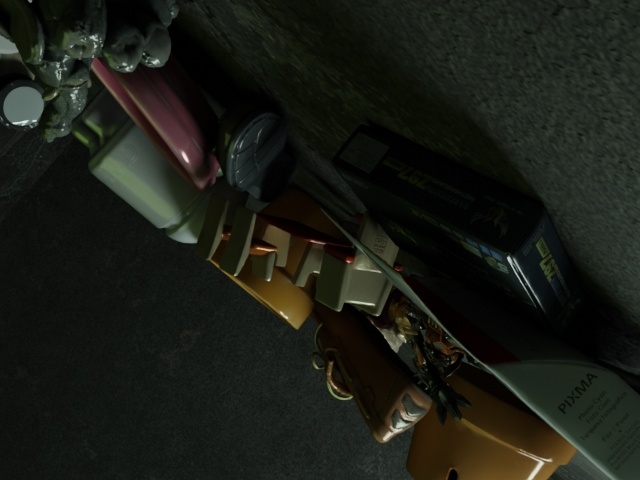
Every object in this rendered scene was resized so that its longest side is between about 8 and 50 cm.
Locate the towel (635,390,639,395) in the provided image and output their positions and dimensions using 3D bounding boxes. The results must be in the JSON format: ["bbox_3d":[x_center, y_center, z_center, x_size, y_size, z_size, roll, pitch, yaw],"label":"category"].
[{"bbox_3d":[0.480,0.295,1.040,0.324,0.056,0.312,43,172,-20],"label":"towel"}]

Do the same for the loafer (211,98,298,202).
[{"bbox_3d":[-0.104,-0.128,1.171,0.095,0.109,0.302,42,176,12],"label":"loafer"}]

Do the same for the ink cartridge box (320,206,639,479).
[{"bbox_3d":[0.191,0.090,0.960,0.385,0.091,0.308,43,-179,-19],"label":"ink cartridge box"}]

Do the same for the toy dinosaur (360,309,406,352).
[{"bbox_3d":[0.126,0.211,2.005,0.200,0.127,0.296,43,169,30],"label":"toy dinosaur"}]

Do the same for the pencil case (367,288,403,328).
[{"bbox_3d":[0.069,0.082,1.619,0.209,0.095,0.098,41,141,-13],"label":"pencil case"}]

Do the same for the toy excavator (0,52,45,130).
[{"bbox_3d":[-0.708,-0.447,1.568,0.445,0.433,0.222,6,-160,-46],"label":"toy excavator"}]

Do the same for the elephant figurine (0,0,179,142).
[{"bbox_3d":[-0.293,-0.240,0.968,0.239,0.186,0.169,-7,159,41],"label":"elephant figurine"}]

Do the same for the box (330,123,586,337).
[{"bbox_3d":[0.138,-0.010,0.859,0.232,0.059,0.183,32,171,39],"label":"box"}]

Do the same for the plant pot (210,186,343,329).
[{"bbox_3d":[-0.061,0.018,1.481,0.205,0.188,0.205,38,173,5],"label":"plant pot"}]

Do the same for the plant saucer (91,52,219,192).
[{"bbox_3d":[-0.243,-0.218,1.202,0.332,0.084,0.332,49,173,8],"label":"plant saucer"}]

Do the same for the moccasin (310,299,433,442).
[{"bbox_3d":[0.059,0.220,1.516,0.139,0.147,0.380,43,-177,-38],"label":"moccasin"}]

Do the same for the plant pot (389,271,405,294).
[{"bbox_3d":[0.088,0.075,1.502,0.081,0.083,0.081,38,172,1],"label":"plant pot"}]

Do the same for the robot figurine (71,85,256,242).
[{"bbox_3d":[-0.270,-0.133,1.535,0.353,0.200,0.300,41,155,-17],"label":"robot figurine"}]

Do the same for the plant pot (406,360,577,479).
[{"bbox_3d":[0.282,0.353,1.487,0.290,0.204,0.291,26,-177,-1],"label":"plant pot"}]

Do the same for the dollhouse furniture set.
[{"bbox_3d":[0.000,0.000,1.201,0.262,0.135,0.259,10,-171,-38],"label":"dollhouse furniture set"}]

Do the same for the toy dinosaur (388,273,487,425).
[{"bbox_3d":[0.188,0.132,1.306,0.218,0.164,0.322,56,-173,-14],"label":"toy dinosaur"}]

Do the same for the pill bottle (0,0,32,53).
[{"bbox_3d":[-0.565,-0.427,1.369,0.283,0.161,0.161,35,172,28],"label":"pill bottle"}]
